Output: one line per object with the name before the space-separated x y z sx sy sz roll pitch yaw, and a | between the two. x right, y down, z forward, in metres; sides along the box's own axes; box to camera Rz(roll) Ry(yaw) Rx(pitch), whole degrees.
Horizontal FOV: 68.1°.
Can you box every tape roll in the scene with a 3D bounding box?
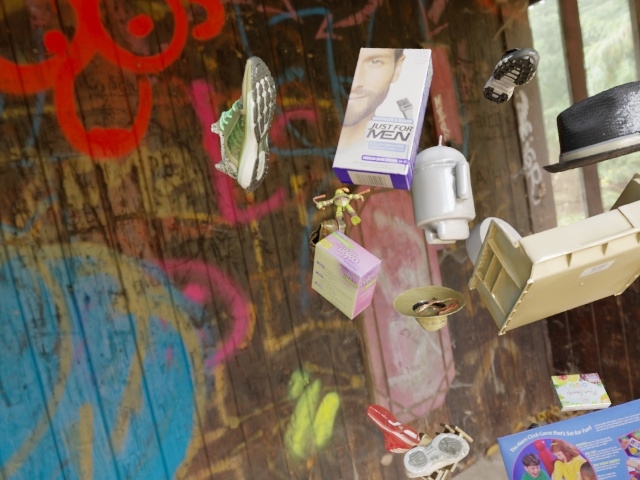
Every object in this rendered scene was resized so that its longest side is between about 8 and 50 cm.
tape roll | 0.594 0.034 1.584 0.219 0.219 0.072 -15 -18 -37

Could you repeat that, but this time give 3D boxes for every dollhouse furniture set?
dollhouse furniture set | 0.470 0.834 1.799 0.212 0.161 0.242 -52 3 -21

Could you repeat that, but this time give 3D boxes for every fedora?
fedora | 0.681 -0.271 1.101 0.333 0.153 0.334 -15 1 0

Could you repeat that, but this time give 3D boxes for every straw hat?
straw hat | 0.219 0.147 0.947 0.144 0.061 0.144 -11 18 4

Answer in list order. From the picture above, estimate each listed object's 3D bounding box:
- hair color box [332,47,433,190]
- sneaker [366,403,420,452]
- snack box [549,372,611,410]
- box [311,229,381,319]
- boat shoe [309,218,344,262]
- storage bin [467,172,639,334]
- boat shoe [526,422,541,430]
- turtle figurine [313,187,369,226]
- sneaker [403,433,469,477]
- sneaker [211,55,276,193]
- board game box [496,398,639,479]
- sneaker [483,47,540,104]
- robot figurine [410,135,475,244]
hair color box | 0.162 -0.308 1.191 0.185 0.339 0.110 8 -15 18
sneaker | 0.239 0.705 1.733 0.128 0.221 0.087 -58 -6 29
snack box | 0.792 0.465 1.451 0.141 0.037 0.100 -6 48 4
box | 0.089 0.126 1.740 0.213 0.243 0.117 36 52 28
boat shoe | 0.000 0.000 2.014 0.104 0.111 0.307 2 -34 -20
storage bin | 0.427 0.030 0.833 0.262 0.123 0.260 -17 -33 -4
boat shoe | 0.617 0.627 1.347 0.083 0.233 0.079 -4 24 22
turtle figurine | 0.112 -0.164 2.125 0.269 0.217 0.087 -8 -39 -8
sneaker | 0.371 0.706 1.543 0.232 0.115 0.090 -11 46 -12
sneaker | -0.250 -0.343 1.413 0.181 0.411 0.158 18 34 9
board game box | 0.601 0.522 1.053 0.347 0.233 0.078 -30 -48 28
sneaker | 0.437 -0.396 1.068 0.078 0.106 0.234 27 0 4
robot figurine | 0.408 -0.166 1.610 0.199 0.354 0.300 -1 -11 -23
